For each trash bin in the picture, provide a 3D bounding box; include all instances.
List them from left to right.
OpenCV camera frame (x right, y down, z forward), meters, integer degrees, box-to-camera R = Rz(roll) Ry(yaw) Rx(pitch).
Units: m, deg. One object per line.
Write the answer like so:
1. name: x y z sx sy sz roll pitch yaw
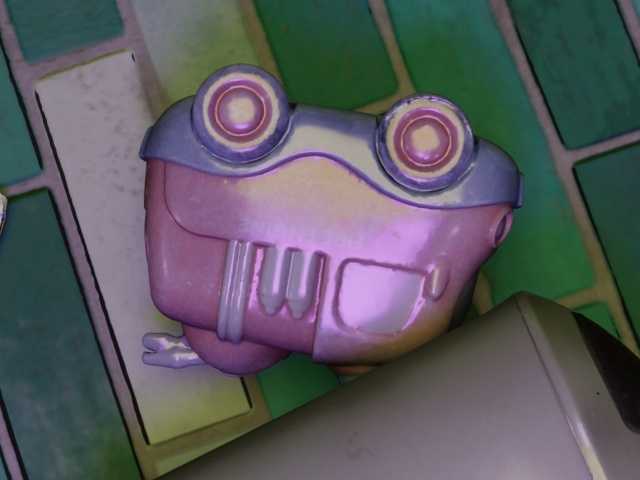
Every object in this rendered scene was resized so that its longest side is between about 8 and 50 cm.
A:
1. trash bin: 0.059 0.223 1.171 0.432 0.280 0.280 -24 80 5

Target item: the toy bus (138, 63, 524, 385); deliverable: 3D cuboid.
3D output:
1. toy bus: 0.000 0.000 1.287 0.294 0.197 0.232 10 89 0

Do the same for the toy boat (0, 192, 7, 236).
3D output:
1. toy boat: -0.276 -0.004 1.351 0.038 0.038 0.083 14 78 2
